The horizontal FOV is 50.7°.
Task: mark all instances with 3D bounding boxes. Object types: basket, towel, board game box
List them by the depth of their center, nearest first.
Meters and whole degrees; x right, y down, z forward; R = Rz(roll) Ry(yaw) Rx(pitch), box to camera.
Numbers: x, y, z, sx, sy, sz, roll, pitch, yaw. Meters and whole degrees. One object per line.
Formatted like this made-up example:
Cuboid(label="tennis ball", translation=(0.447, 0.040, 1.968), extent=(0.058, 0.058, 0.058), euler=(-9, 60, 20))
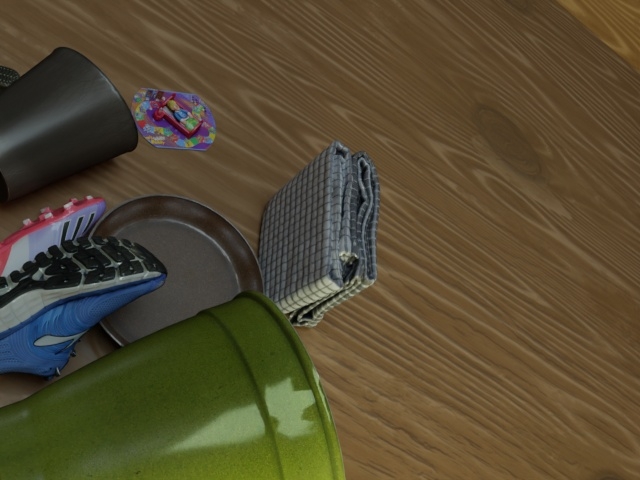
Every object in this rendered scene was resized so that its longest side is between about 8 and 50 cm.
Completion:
Cuboid(label="basket", translation=(-0.440, -0.171, 1.058), extent=(0.204, 0.154, 0.227), euler=(50, 51, -5))
Cuboid(label="towel", translation=(0.000, 0.000, 1.204), extent=(0.121, 0.235, 0.283), euler=(21, 54, -31))
Cuboid(label="board game box", translation=(-0.271, -0.239, 1.287), extent=(0.169, 0.033, 0.133), euler=(-1, 65, -34))

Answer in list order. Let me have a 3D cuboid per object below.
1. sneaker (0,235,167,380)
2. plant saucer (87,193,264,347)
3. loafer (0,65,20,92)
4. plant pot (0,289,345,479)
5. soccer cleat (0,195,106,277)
Cuboid(label="sneaker", translation=(-0.373, 0.102, 0.946), extent=(0.330, 0.147, 0.130), euler=(-22, 39, -24))
Cuboid(label="plant saucer", translation=(-0.241, 0.068, 1.120), extent=(0.311, 0.050, 0.310), euler=(16, 57, -27))
Cuboid(label="loafer", translation=(-0.562, -0.265, 1.094), extent=(0.148, 0.050, 0.056), euler=(19, 50, -6))
Cuboid(label="plant pot", translation=(-0.210, 0.281, 0.851), extent=(0.353, 0.366, 0.366), euler=(-13, 72, -26))
Cuboid(label="soccer cleat", translation=(-0.419, 0.011, 1.022), extent=(0.248, 0.083, 0.095), euler=(-41, 117, -46))
